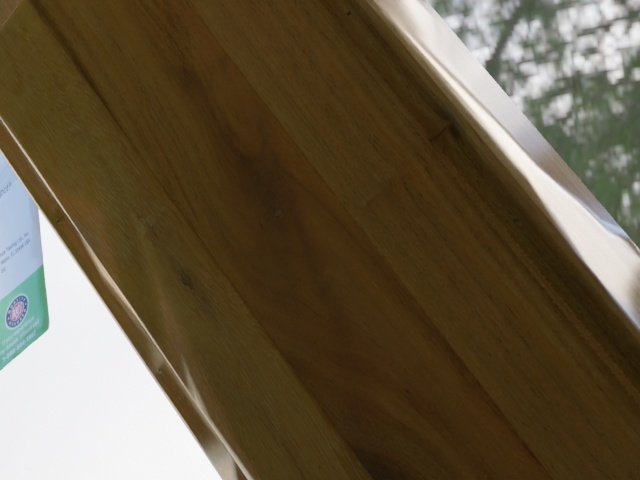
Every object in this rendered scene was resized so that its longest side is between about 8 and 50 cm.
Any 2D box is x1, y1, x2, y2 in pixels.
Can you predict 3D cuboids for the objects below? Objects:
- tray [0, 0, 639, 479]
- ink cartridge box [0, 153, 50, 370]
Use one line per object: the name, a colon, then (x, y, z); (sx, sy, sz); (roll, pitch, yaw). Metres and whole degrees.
tray: (0.000, 0.000, 0.713); (0.203, 0.076, 0.411); (-48, -112, 27)
ink cartridge box: (-0.313, -0.022, 1.156); (0.122, 0.289, 0.211); (12, -150, 22)
